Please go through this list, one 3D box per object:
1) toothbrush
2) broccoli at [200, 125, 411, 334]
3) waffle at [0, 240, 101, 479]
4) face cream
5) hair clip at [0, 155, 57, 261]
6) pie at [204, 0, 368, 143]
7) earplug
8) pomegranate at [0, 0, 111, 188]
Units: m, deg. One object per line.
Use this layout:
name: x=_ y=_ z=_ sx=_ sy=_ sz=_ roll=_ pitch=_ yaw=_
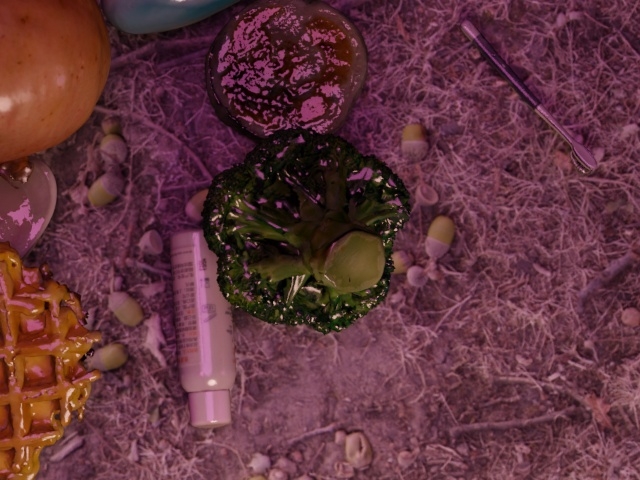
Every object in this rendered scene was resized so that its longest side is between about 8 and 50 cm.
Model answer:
toothbrush: x=0.299 y=-0.209 z=1.957 sx=0.024 sy=0.026 sz=0.288 roll=-37 pitch=83 yaw=-26
broccoli: x=0.000 y=0.000 z=1.781 sx=0.298 sy=0.297 sz=0.297 roll=-9 pitch=110 yaw=-24
waffle: x=-0.493 y=0.161 z=1.757 sx=0.382 sy=0.095 sz=0.379 roll=35 pitch=96 yaw=-5
face cream: x=-0.158 y=0.121 z=1.845 sx=0.082 sy=0.082 sz=0.269 roll=-5 pitch=81 yaw=-4
hair clip: x=-0.470 y=0.001 z=1.830 sx=0.282 sy=0.113 sz=0.172 roll=-40 pitch=84 yaw=-8
pie: x=-0.047 y=-0.239 z=1.927 sx=0.241 sy=0.054 sz=0.240 roll=0 pitch=79 yaw=-1
earplug: x=-0.158 y=-0.390 z=1.898 sx=0.324 sy=0.185 sz=0.185 roll=-31 pitch=83 yaw=-1
pomegranate: x=-0.425 y=-0.221 z=1.707 sx=0.338 sy=0.338 sz=0.338 roll=1 pitch=80 yaw=-3
